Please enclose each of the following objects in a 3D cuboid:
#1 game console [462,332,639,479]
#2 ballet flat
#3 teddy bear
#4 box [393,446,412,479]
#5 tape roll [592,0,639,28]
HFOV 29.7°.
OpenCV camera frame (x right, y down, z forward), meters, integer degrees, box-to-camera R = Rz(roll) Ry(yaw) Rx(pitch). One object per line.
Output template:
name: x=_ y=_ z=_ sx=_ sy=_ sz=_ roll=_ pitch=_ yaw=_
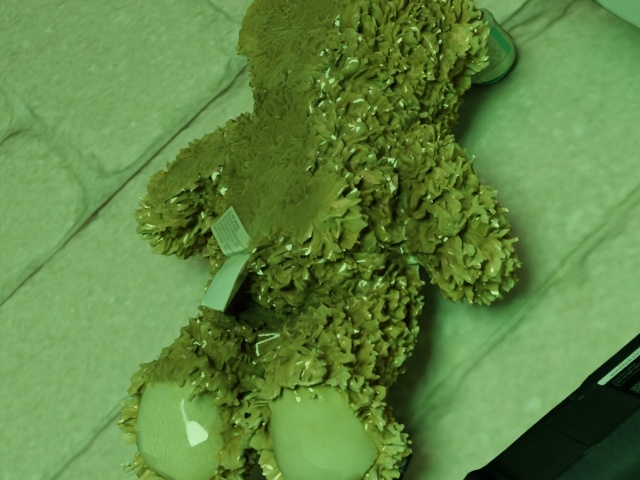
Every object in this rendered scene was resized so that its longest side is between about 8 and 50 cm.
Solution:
game console: x=0.197 y=0.009 z=0.472 sx=0.361 sy=0.044 sz=0.213 roll=-37 pitch=5 yaw=-10
ballet flat: x=0.051 y=-0.136 z=0.795 sx=0.168 sy=0.052 sz=0.057 roll=7 pitch=61 yaw=38
teddy bear: x=0.000 y=0.000 z=0.687 sx=0.245 sy=0.113 sz=0.338 roll=-25 pitch=47 yaw=27
box: x=0.002 y=0.136 z=0.637 sx=0.067 sy=0.018 sz=0.083 roll=9 pitch=62 yaw=38
tape roll: x=0.206 y=-0.253 z=0.617 sx=0.286 sy=0.286 sz=0.100 roll=-40 pitch=43 yaw=1
